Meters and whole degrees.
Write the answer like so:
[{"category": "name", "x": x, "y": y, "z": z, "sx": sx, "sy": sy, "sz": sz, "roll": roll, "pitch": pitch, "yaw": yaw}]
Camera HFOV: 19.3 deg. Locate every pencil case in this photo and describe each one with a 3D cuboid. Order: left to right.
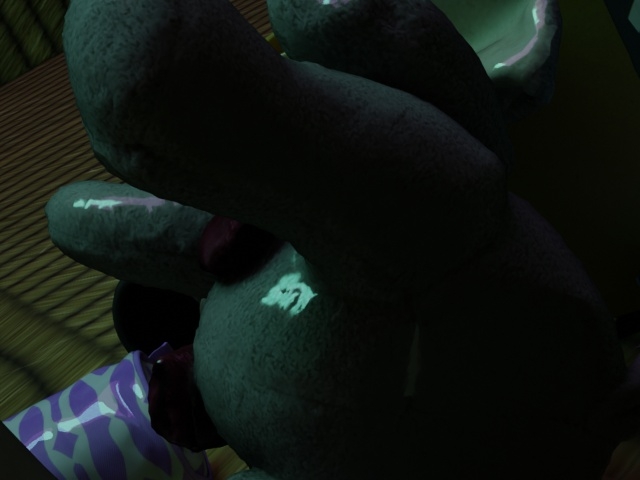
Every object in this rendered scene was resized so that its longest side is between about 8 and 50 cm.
[{"category": "pencil case", "x": -0.157, "y": 0.132, "z": 0.963, "sx": 0.206, "sy": 0.086, "sz": 0.088, "roll": -25, "pitch": 28, "yaw": 3}]

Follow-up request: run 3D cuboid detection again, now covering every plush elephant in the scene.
[{"category": "plush elephant", "x": 0.002, "y": 0.014, "z": 0.756, "sx": 0.330, "sy": 0.272, "sz": 0.255, "roll": 1, "pitch": 16, "yaw": -22}]

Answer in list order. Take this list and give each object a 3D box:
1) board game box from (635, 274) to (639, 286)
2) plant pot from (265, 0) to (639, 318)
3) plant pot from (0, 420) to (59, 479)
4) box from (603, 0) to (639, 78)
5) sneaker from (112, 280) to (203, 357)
[{"category": "board game box", "x": 0.249, "y": -0.039, "z": 0.800, "sx": 0.210, "sy": 0.047, "sz": 0.160, "roll": -31, "pitch": -10, "yaw": -14}, {"category": "plant pot", "x": 0.106, "y": -0.061, "z": 0.949, "sx": 0.212, "sy": 0.187, "sz": 0.212, "roll": -21, "pitch": 13, "yaw": 23}, {"category": "plant pot", "x": -0.213, "y": 0.137, "z": 0.781, "sx": 0.263, "sy": 0.229, "sz": 0.263, "roll": -26, "pitch": 15, "yaw": 8}, {"category": "box", "x": 0.215, "y": -0.061, "z": 0.619, "sx": 0.165, "sy": 0.270, "sz": 0.143, "roll": -32, "pitch": 16, "yaw": -19}, {"category": "sneaker", "x": 0.000, "y": 0.000, "z": 1.119, "sx": 0.295, "sy": 0.104, "sz": 0.147, "roll": -27, "pitch": 16, "yaw": 26}]
